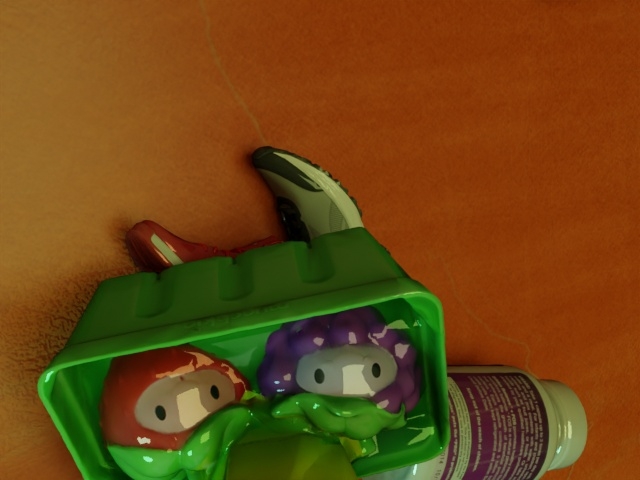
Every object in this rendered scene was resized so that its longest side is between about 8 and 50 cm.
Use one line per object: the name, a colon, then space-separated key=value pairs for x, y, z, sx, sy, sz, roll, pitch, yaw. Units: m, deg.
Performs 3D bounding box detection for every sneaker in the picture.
sneaker: x=-0.117 y=0.022 z=0.950 sx=0.221 sy=0.087 sz=0.128 roll=51 pitch=61 yaw=-36
sneaker: x=0.000 y=0.000 z=0.997 sx=0.108 sy=0.100 sz=0.272 roll=-43 pitch=113 yaw=-14

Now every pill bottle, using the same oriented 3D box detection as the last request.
pill bottle: x=0.203 y=0.250 z=1.092 sx=0.301 sy=0.169 sz=0.169 roll=5 pitch=92 yaw=-30

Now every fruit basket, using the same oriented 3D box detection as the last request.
fruit basket: x=-0.050 y=0.196 z=0.777 sx=0.392 sy=0.392 sz=0.283 roll=-31 pitch=133 yaw=-24
